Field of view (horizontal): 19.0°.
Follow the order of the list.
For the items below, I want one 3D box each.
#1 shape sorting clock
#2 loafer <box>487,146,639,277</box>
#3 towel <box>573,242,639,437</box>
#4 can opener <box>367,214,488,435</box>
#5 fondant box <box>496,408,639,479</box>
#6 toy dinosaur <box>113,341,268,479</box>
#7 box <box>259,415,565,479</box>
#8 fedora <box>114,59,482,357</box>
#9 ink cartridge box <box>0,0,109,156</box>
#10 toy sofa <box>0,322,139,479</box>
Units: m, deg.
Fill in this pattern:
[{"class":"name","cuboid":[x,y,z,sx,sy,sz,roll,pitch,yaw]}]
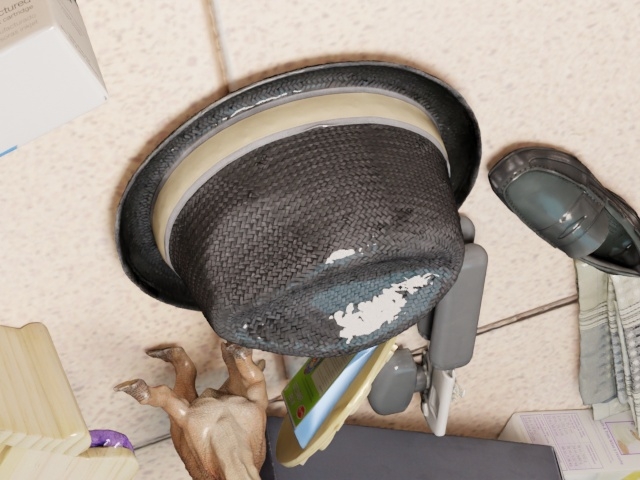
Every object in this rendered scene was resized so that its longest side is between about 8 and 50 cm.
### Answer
[{"class":"shape sorting clock","cuboid":[0.023,0.122,1.767,0.040,0.206,0.206,39,117,-11]},{"class":"loafer","cuboid":[0.239,-0.024,1.789,0.076,0.078,0.223,-41,139,21]},{"class":"towel","cuboid":[0.423,0.088,1.992,0.324,0.056,0.312,-11,143,4]},{"class":"can opener","cuboid":[0.108,0.093,1.864,0.093,0.074,0.280,-9,140,-17]},{"class":"fondant box","cuboid":[0.327,0.301,2.210,0.330,0.096,0.238,-1,137,-28]},{"class":"toy dinosaur","cuboid":[-0.088,0.193,1.727,0.127,0.200,0.296,-16,-174,3]},{"class":"box","cuboid":[0.049,0.351,1.999,0.343,0.179,0.312,9,140,-25]},{"class":"fedora","cuboid":[0.000,0.000,1.633,0.334,0.152,0.334,-15,141,-12]},{"class":"ink cartridge box","cuboid":[-0.244,-0.150,1.286,0.148,0.203,0.086,-28,140,5]},{"class":"toy sofa","cuboid":[-0.329,0.251,1.728,0.177,0.150,0.362,14,121,-36]}]
